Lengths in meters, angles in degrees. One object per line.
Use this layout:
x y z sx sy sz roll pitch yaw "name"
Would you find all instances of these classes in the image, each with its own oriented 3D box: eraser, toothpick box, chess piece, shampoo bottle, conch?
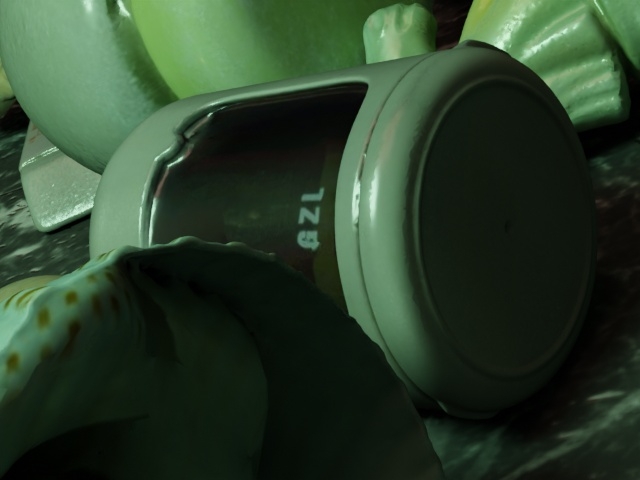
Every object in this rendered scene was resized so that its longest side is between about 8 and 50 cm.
-0.244 -0.120 1.583 0.089 0.061 0.352 -25 26 10 "eraser"
0.000 0.000 0.996 0.316 0.229 0.229 -3 36 43 "toothpick box"
0.146 -0.132 1.124 0.298 0.175 0.176 -31 26 5 "chess piece"
-0.094 -0.192 1.278 0.317 0.322 0.322 -5 34 48 "shampoo bottle"
-0.090 0.158 0.729 0.215 0.303 0.319 -10 -6 37 "conch"

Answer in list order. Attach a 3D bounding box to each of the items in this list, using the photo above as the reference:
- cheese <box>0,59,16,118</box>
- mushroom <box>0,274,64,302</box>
-0.361 -0.188 1.743 0.249 0.071 0.163 -27 29 57 "cheese"
-0.139 0.112 0.925 0.209 0.206 0.206 -29 26 -12 "mushroom"
